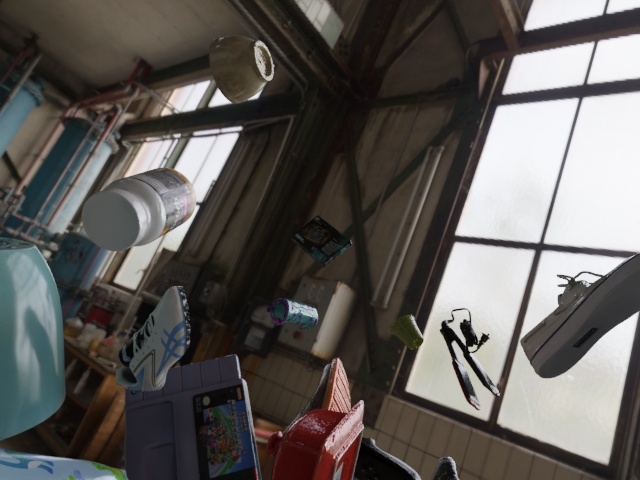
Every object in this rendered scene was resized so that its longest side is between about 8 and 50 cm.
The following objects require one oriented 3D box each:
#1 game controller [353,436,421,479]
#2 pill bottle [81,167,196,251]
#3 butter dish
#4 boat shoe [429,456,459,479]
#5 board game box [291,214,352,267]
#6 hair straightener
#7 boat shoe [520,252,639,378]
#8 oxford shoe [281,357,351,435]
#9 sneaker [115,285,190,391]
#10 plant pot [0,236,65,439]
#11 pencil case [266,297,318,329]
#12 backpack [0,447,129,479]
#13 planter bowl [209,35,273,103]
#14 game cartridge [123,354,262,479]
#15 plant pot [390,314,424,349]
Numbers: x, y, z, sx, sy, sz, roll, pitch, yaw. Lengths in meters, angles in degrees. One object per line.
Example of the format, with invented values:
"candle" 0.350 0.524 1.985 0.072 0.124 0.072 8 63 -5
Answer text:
"game controller" 0.092 0.497 0.831 0.067 0.319 0.166 -18 31 -41
"pill bottle" -0.418 -0.077 1.102 0.162 0.162 0.278 22 19 1
"butter dish" -0.020 0.301 0.643 0.118 0.160 0.160 15 10 22
"boat shoe" 0.330 0.686 1.267 0.065 0.183 0.083 6 21 -3
"board game box" 0.000 0.000 1.562 0.186 0.126 0.026 40 -17 41
"hair straightener" 0.282 0.200 0.867 0.047 0.089 0.230 41 20 -18
"boat shoe" 0.592 0.141 1.066 0.136 0.367 0.156 15 31 -24
"oxford shoe" -0.019 0.396 1.019 0.133 0.363 0.130 -12 -66 20
"sneaker" -0.265 0.164 0.738 0.086 0.237 0.085 6 40 -34
"plant pot" -0.508 0.114 0.642 0.293 0.235 0.293 7 4 -1
"pencil case" -0.068 0.192 1.209 0.064 0.070 0.152 21 -3 35
"backpack" -0.312 0.334 0.428 0.355 0.273 0.290 25 21 -35
"planter bowl" -0.185 -0.436 1.166 0.109 0.162 0.162 -8 -28 22
"game cartridge" -0.229 0.391 0.835 0.230 0.355 0.068 -13 -36 -6
"plant pot" 0.264 0.277 1.383 0.083 0.083 0.079 39 10 -45
